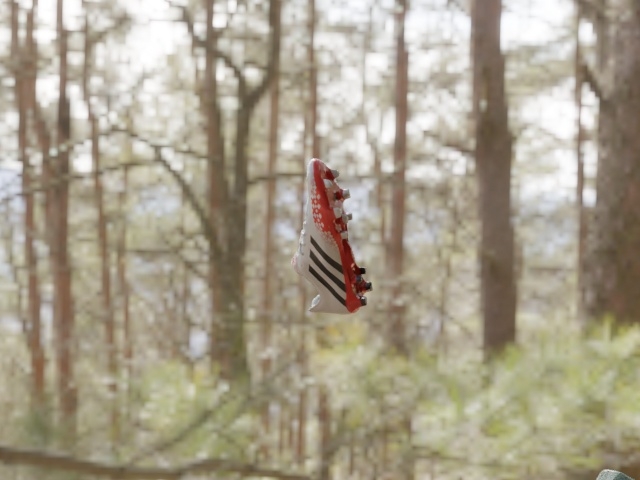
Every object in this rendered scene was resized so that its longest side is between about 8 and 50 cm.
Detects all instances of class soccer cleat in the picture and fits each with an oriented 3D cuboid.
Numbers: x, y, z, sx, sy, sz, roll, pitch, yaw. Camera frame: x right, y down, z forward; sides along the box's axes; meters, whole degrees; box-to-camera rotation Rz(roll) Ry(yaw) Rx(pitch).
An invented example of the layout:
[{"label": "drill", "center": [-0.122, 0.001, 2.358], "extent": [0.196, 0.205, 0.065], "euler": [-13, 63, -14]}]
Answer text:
[{"label": "soccer cleat", "center": [0.000, 0.000, 0.768], "extent": [0.036, 0.083, 0.029], "euler": [-8, 24, 18]}]

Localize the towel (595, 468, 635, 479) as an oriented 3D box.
[{"label": "towel", "center": [0.153, 0.336, 0.770], "extent": [0.271, 0.370, 0.040], "euler": [36, -17, -5]}]
